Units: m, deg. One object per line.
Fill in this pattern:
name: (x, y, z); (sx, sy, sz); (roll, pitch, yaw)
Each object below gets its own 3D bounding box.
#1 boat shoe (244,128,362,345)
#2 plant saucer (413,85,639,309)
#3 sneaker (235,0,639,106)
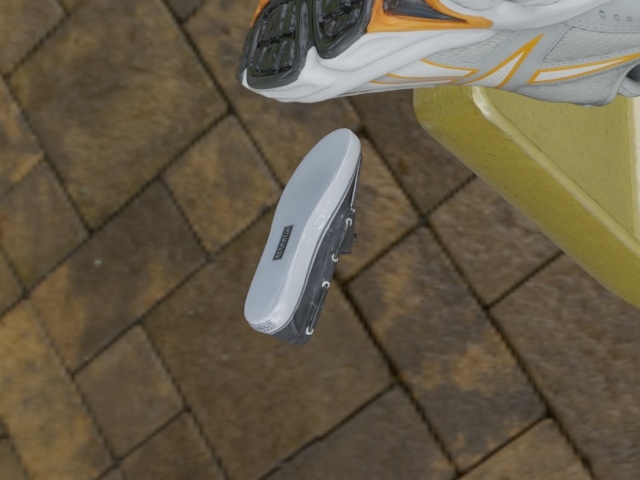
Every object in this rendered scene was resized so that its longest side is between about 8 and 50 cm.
boat shoe: (0.000, 0.000, 1.520); (0.080, 0.076, 0.228); (-9, 54, 47)
plant saucer: (0.159, -0.126, 0.986); (0.081, 0.333, 0.332); (-21, 50, 33)
sneaker: (0.069, -0.087, 0.614); (0.262, 0.121, 0.099); (-5, 62, 55)
